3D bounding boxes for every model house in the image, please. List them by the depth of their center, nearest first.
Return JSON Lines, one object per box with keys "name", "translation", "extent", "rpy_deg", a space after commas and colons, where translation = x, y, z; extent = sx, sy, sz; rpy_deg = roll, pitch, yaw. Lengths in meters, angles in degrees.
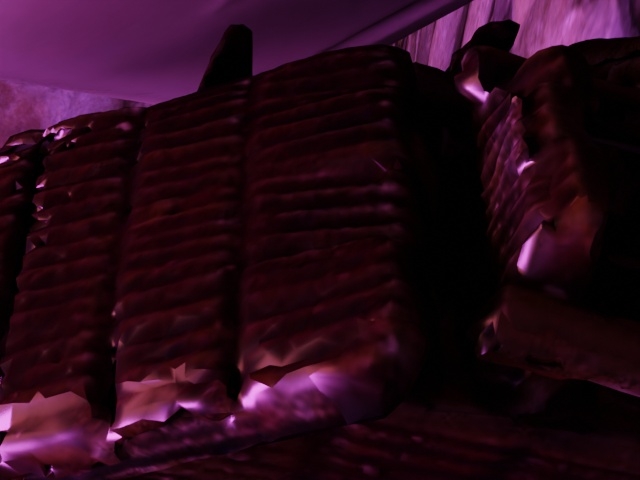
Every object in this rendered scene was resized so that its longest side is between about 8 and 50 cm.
{"name": "model house", "translation": [0.000, 0.000, 0.646], "extent": [0.297, 0.282, 0.317], "rpy_deg": [103, 175, -46]}

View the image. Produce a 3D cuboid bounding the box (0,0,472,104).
{"name": "box", "translation": [-0.034, -0.158, 0.679], "extent": [0.349, 0.289, 0.141], "rpy_deg": [2, -117, -62]}
